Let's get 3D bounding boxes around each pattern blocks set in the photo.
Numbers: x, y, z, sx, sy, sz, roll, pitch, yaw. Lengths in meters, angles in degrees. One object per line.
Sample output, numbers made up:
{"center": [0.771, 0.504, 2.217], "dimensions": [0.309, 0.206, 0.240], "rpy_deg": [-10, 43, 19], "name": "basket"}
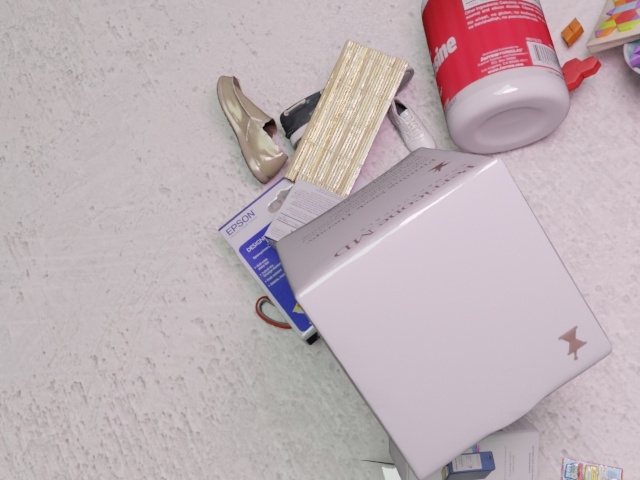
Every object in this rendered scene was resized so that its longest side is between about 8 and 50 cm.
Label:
{"center": [0.590, -0.435, 1.318], "dimensions": [0.285, 0.026, 0.325], "rpy_deg": [-17, 40, 42], "name": "pattern blocks set"}

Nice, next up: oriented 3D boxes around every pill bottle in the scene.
{"center": [0.325, -0.397, 1.355], "dimensions": [0.228, 0.229, 0.408], "rpy_deg": [-13, 68, 11], "name": "pill bottle"}

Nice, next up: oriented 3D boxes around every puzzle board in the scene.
{"center": [0.448, 0.436, 1.151], "dimensions": [0.096, 0.011, 0.128], "rpy_deg": [6, 74, 17], "name": "puzzle board"}

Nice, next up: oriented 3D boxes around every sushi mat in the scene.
{"center": [0.049, -0.238, 1.387], "dimensions": [0.151, 0.019, 0.317], "rpy_deg": [25, 90, 21], "name": "sushi mat"}

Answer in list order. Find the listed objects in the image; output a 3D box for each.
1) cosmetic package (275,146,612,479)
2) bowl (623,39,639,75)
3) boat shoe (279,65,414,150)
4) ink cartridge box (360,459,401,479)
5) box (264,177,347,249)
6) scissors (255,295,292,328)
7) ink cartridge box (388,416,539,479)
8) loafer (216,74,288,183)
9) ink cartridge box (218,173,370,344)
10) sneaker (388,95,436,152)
{"center": [0.159, 0.078, 1.086], "dimensions": [0.329, 0.394, 0.327], "rpy_deg": [-34, 102, -1], "name": "cosmetic package"}
{"center": [0.723, -0.346, 1.223], "dimensions": [0.311, 0.163, 0.312], "rpy_deg": [-33, 31, 23], "name": "bowl"}
{"center": [0.051, -0.305, 1.462], "dimensions": [0.302, 0.114, 0.091], "rpy_deg": [-29, 72, 3], "name": "boat shoe"}
{"center": [0.161, 0.420, 1.185], "dimensions": [0.181, 0.104, 0.062], "rpy_deg": [4, 73, 18], "name": "ink cartridge box"}
{"center": [-0.015, -0.029, 1.328], "dimensions": [0.126, 0.072, 0.137], "rpy_deg": [24, 75, 21], "name": "box"}
{"center": [0.009, 0.156, 1.368], "dimensions": [0.297, 0.021, 0.109], "rpy_deg": [22, 76, 20], "name": "scissors"}
{"center": [0.226, 0.331, 1.130], "dimensions": [0.212, 0.154, 0.093], "rpy_deg": [-2, 99, -7], "name": "ink cartridge box"}
{"center": [-0.145, -0.252, 1.511], "dimensions": [0.092, 0.102, 0.269], "rpy_deg": [-26, 76, 4], "name": "loafer"}
{"center": [0.000, 0.000, 1.389], "dimensions": [0.303, 0.072, 0.307], "rpy_deg": [-38, 62, -4], "name": "ink cartridge box"}
{"center": [0.185, -0.235, 1.430], "dimensions": [0.053, 0.061, 0.152], "rpy_deg": [-34, 67, 0], "name": "sneaker"}
